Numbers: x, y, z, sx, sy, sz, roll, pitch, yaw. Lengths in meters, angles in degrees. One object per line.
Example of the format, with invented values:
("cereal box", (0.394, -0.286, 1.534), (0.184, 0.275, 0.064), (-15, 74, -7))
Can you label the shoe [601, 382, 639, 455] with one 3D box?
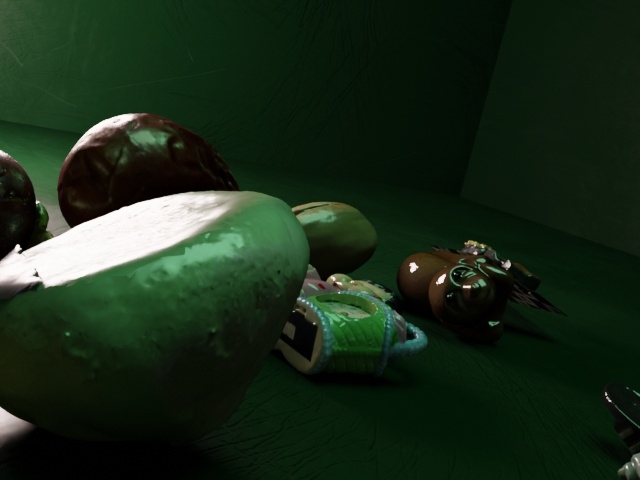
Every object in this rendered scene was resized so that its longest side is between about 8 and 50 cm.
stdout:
("shoe", (0.372, 0.233, 0.939), (0.071, 0.049, 0.179), (-4, 39, -45))

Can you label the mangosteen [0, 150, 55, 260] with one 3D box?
("mangosteen", (-0.401, -0.024, 1.018), (0.166, 0.166, 0.180), (23, -13, 43))

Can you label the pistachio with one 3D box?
("pistachio", (0.000, 0.000, 1.474), (0.226, 0.135, 0.136), (-3, 17, -30))

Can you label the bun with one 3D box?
("bun", (-0.140, 0.075, 0.715), (0.293, 0.187, 0.293), (-13, 17, 4))

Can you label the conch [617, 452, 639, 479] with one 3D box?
("conch", (0.481, 0.214, 0.774), (0.368, 0.249, 0.197), (2, 28, 40))

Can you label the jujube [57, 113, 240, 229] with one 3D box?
("jujube", (-0.249, -0.070, 1.303), (0.223, 0.223, 0.318), (18, 1, 25))

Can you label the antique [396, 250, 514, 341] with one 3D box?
("antique", (0.211, 0.077, 1.371), (0.143, 0.121, 0.257), (11, 8, -13))

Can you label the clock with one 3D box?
("clock", (0.029, 0.101, 1.057), (0.196, 0.100, 0.194), (3, 18, -38))

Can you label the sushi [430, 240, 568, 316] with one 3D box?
("sushi", (0.325, 0.051, 1.545), (0.193, 0.043, 0.279), (36, -4, -10))
